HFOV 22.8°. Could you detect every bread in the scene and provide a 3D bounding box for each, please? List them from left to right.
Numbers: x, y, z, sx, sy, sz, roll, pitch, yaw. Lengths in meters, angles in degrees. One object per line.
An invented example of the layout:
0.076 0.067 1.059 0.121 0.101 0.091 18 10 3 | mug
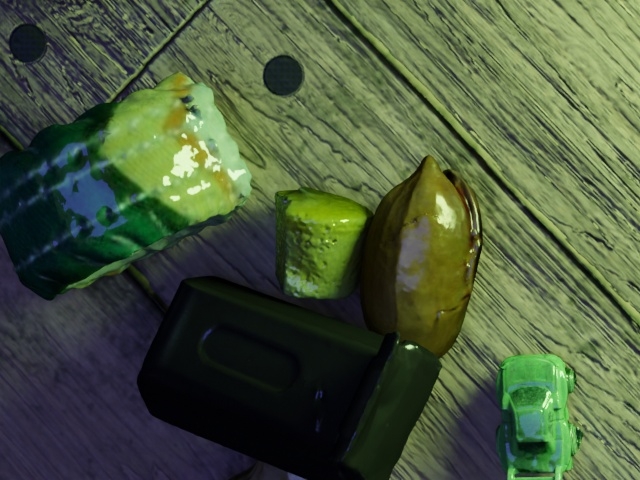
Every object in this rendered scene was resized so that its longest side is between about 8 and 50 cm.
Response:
0.000 0.000 1.790 0.111 0.129 0.114 7 105 -6 | bread

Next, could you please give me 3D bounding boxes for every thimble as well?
-0.222 -0.059 1.767 0.288 0.254 0.167 -26 89 12 | thimble

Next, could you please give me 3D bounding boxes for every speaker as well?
-0.051 0.138 1.692 0.388 0.184 0.180 16 76 37 | speaker

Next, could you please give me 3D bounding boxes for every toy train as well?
0.238 0.204 1.769 0.099 0.081 0.149 -2 94 14 | toy train

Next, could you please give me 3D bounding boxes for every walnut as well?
0.112 0.028 1.755 0.137 0.137 0.245 13 105 12 | walnut

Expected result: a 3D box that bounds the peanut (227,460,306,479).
-0.058 0.314 1.830 0.136 0.120 0.298 41 106 -8 | peanut
